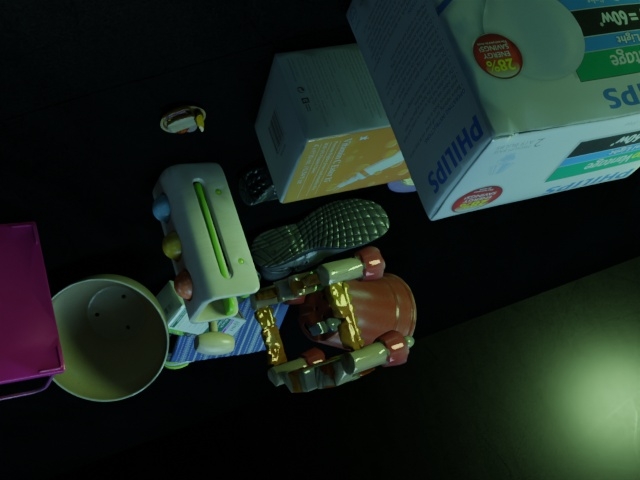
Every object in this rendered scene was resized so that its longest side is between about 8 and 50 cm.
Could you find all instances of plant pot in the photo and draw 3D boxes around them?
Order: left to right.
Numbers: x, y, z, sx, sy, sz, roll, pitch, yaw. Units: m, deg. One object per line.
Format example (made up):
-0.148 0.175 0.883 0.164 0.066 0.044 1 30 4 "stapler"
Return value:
-0.478 0.195 1.869 0.284 0.284 0.191 -19 -165 0 "plant pot"
0.093 0.208 2.414 0.265 0.272 0.272 15 142 -44 "plant pot"

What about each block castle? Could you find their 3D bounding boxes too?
0.026 0.208 2.108 0.212 0.303 0.453 -13 174 -34 "block castle"

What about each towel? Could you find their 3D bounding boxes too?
-0.246 0.231 2.317 0.336 0.040 0.243 -2 128 -36 "towel"

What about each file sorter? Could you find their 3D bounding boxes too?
-0.613 0.141 1.509 0.202 0.291 0.182 -7 160 -32 "file sorter"

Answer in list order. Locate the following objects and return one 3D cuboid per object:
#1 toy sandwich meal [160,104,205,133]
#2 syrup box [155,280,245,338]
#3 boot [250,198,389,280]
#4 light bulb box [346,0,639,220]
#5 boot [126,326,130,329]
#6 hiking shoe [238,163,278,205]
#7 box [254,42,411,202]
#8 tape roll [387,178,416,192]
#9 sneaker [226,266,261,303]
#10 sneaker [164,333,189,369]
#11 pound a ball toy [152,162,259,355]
-0.225 -0.194 1.361 0.085 0.029 0.085 -17 160 -6 "toy sandwich meal"
-0.311 0.187 2.109 0.093 0.096 0.237 -48 142 15 "syrup box"
0.000 0.000 2.003 0.338 0.118 0.223 -13 167 3 "boot"
0.277 -0.262 1.159 0.357 0.361 0.225 -12 159 -20 "light bulb box"
-0.593 0.236 2.054 0.207 0.094 0.246 -22 165 13 "boot"
-0.051 -0.141 1.615 0.226 0.086 0.114 -23 174 28 "hiking shoe"
0.087 -0.210 1.403 0.345 0.168 0.215 -13 159 -19 "box"
0.216 -0.181 1.732 0.189 0.080 0.189 -17 159 -7 "tape roll"
-0.193 0.111 2.136 0.086 0.064 0.192 -14 156 -2 "sneaker"
-0.345 0.282 2.400 0.299 0.111 0.121 -25 152 1 "sneaker"
-0.236 0.044 1.548 0.135 0.319 0.208 -7 157 -31 "pound a ball toy"
